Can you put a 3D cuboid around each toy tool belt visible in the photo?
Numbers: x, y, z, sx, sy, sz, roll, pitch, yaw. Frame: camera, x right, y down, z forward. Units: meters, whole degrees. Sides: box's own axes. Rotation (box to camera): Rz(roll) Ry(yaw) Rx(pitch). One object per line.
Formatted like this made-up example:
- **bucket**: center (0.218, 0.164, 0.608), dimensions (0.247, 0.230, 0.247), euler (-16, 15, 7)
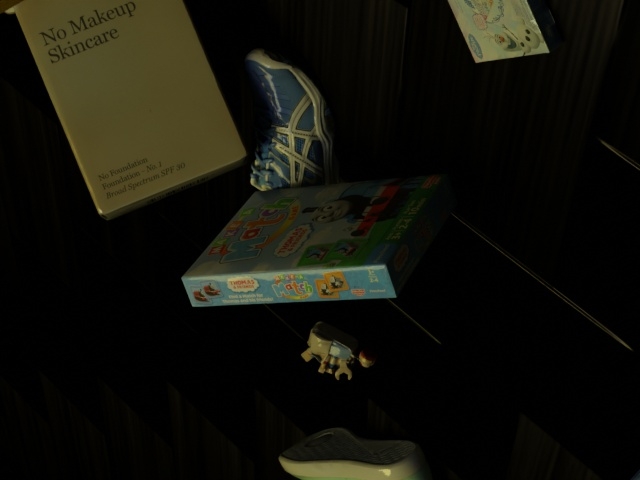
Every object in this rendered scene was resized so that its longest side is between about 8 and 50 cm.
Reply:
- **toy tool belt**: center (0.021, 0.132, 1.623), dimensions (0.083, 0.052, 0.051), euler (27, 121, 12)

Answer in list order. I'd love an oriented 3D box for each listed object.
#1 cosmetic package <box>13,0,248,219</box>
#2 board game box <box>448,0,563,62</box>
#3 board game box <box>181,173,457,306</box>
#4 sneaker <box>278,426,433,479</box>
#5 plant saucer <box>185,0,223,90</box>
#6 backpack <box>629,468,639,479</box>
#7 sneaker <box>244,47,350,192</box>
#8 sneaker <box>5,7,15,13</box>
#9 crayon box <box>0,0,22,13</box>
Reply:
- **cosmetic package**: center (-0.200, -0.191, 1.403), dimensions (0.113, 0.160, 0.309), euler (164, 83, -85)
- **board game box**: center (0.137, -0.186, 1.119), dimensions (0.090, 0.020, 0.090), euler (1, 123, 56)
- **board game box**: center (0.000, 0.000, 1.312), dimensions (0.211, 0.160, 0.039), euler (-5, 119, 30)
- **sneaker**: center (0.049, 0.314, 1.733), dimensions (0.256, 0.094, 0.151), euler (0, 115, 55)
- **plant saucer**: center (-0.198, -0.212, 1.595), dimensions (0.278, 0.041, 0.278), euler (38, 148, 29)
- **backpack**: center (0.308, 0.261, 1.264), dimensions (0.114, 0.105, 0.084), euler (42, 151, 17)
- **sneaker**: center (-0.031, -0.090, 1.425), dimensions (0.080, 0.081, 0.211), euler (12, 130, 54)
- **sneaker**: center (-0.392, -0.319, 1.774), dimensions (0.118, 0.042, 0.067), euler (14, 136, 54)
- **crayon box**: center (-0.312, -0.369, 1.297), dimensions (0.363, 0.313, 0.106), euler (36, 147, 31)
